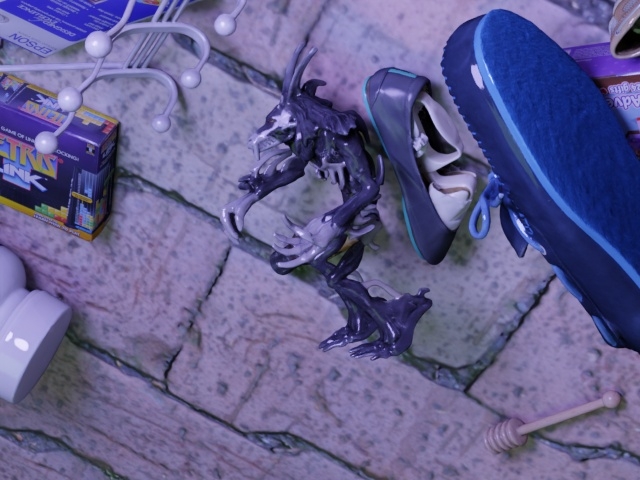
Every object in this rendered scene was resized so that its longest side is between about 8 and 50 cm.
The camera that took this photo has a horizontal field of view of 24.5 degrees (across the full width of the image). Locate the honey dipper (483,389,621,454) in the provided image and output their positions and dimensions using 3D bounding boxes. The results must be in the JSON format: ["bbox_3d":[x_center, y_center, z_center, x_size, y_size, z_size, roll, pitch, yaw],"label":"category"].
[{"bbox_3d":[0.231,0.177,1.466,0.160,0.030,0.030,-29,112,39],"label":"honey dipper"}]

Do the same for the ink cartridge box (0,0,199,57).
[{"bbox_3d":[-0.241,-0.234,1.261,0.208,0.045,0.206,-14,157,35],"label":"ink cartridge box"}]

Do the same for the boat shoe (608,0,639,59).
[{"bbox_3d":[0.286,-0.186,1.067,0.068,0.072,0.190,40,136,-9],"label":"boat shoe"}]

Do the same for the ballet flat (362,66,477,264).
[{"bbox_3d":[0.097,-0.062,1.291,0.074,0.074,0.203,-2,126,30],"label":"ballet flat"}]

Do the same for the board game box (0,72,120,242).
[{"bbox_3d":[-0.293,-0.089,1.497,0.170,0.048,0.141,22,137,9],"label":"board game box"}]

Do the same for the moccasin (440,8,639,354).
[{"bbox_3d":[0.184,-0.021,1.147,0.117,0.138,0.342,-15,119,44],"label":"moccasin"}]

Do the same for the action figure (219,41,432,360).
[{"bbox_3d":[-0.004,-0.025,1.286,0.276,0.141,0.164,68,165,-17],"label":"action figure"}]

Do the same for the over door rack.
[{"bbox_3d":[-0.250,-0.164,1.231,0.324,0.108,0.239,8,160,-19],"label":"over door rack"}]

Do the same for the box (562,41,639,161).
[{"bbox_3d":[0.318,-0.069,1.167,0.293,0.057,0.201,-4,127,32],"label":"box"}]

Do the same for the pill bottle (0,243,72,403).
[{"bbox_3d":[-0.433,0.054,1.619,0.301,0.169,0.169,30,137,2],"label":"pill bottle"}]

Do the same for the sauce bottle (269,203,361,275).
[{"bbox_3d":[0.000,0.000,1.422,0.042,0.042,0.128,46,138,-15],"label":"sauce bottle"}]
